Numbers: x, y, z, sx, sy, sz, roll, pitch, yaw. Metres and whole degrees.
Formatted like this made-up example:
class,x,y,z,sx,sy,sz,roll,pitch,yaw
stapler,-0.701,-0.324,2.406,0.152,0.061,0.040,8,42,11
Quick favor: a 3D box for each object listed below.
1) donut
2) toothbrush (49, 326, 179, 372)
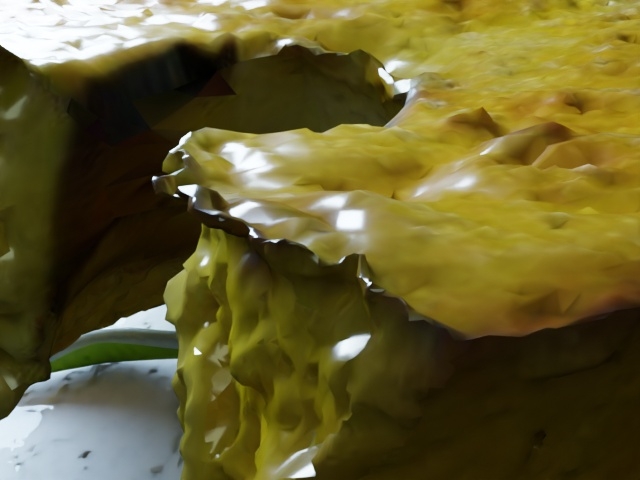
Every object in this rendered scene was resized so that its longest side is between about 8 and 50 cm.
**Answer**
class,x,y,z,sx,sy,sz,roll,pitch,yaw
donut,0.000,0.000,0.548,0.378,0.163,0.435,-20,29,-39
toothbrush,-0.086,0.052,0.680,0.263,0.022,0.026,0,58,13
